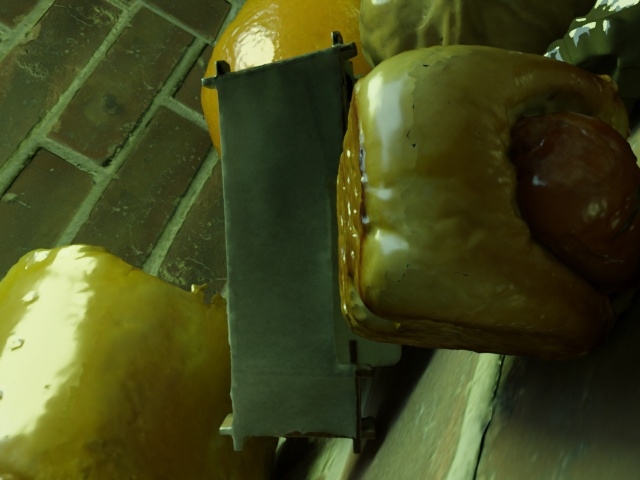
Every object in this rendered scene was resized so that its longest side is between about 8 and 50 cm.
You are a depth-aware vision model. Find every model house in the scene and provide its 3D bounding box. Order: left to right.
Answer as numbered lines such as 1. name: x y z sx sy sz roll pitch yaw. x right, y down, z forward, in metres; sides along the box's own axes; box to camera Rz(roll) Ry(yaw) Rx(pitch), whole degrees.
1. model house: 0.000 0.000 0.867 0.244 0.169 0.326 -59 -34 -88

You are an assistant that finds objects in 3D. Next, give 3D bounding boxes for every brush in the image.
1. brush: 0.152 -0.077 0.714 0.084 0.071 0.301 -51 1 -32

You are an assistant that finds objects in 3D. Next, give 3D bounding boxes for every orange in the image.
1. orange: 0.009 -0.171 1.173 0.312 0.312 0.312 -59 7 12

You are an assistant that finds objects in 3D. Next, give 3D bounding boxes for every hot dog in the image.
1. hot dog: 0.089 -0.012 0.515 0.257 0.153 0.150 99 171 -81

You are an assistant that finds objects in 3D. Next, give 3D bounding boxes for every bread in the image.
1. bread: -0.176 0.232 0.912 0.250 0.361 0.394 -21 37 26

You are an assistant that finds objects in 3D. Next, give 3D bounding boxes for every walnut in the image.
1. walnut: 0.125 -0.185 0.795 0.198 0.198 0.245 -60 -12 6
